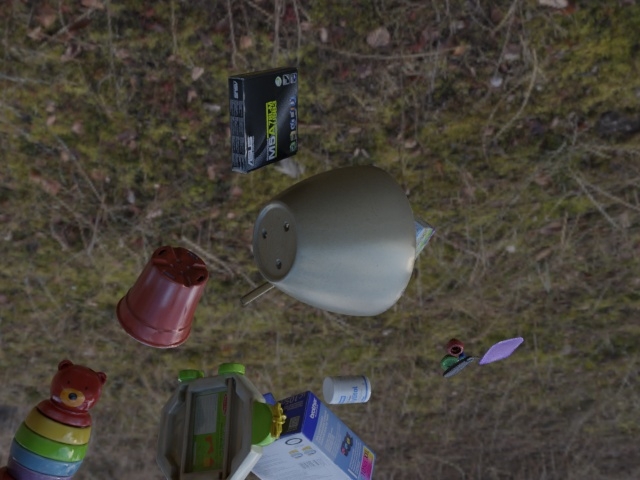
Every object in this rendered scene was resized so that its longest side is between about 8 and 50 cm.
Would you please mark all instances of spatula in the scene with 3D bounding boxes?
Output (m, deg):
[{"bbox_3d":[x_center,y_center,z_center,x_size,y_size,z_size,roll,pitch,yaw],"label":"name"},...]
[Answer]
[{"bbox_3d":[0.339,0.260,1.477,0.084,0.030,0.296,-10,163,-21],"label":"spatula"}]

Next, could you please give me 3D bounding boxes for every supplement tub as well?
[{"bbox_3d":[0.067,0.379,1.733,0.107,0.071,0.071,2,155,-24],"label":"supplement tub"}]

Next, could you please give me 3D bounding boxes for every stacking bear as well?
[{"bbox_3d":[-0.564,0.405,1.459,0.175,0.289,0.164,24,174,-8],"label":"stacking bear"}]

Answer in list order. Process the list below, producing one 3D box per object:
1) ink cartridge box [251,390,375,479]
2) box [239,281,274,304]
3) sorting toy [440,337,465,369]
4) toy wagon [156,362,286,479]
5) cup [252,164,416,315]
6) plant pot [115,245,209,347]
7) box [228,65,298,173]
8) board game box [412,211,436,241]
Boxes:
[{"bbox_3d":[-0.064,0.592,1.951,0.270,0.151,0.395,-25,122,29],"label":"ink cartridge box"},{"bbox_3d":[-0.111,0.099,1.694,0.201,0.021,0.164,-32,180,-9],"label":"box"},{"bbox_3d":[0.362,0.305,1.856,0.061,0.042,0.102,10,123,-7],"label":"sorting toy"},{"bbox_3d":[-0.199,0.388,1.387,0.344,0.267,0.068,-15,151,31],"label":"toy wagon"},{"bbox_3d":[0.000,0.000,1.422,0.237,0.331,0.331,0,159,-37],"label":"cup"},{"bbox_3d":[-0.523,0.177,2.328,0.272,0.272,0.265,16,122,-26],"label":"plant pot"},{"bbox_3d":[-0.113,-0.251,1.395,0.045,0.191,0.184,13,-155,28],"label":"box"},{"bbox_3d":[0.232,-0.019,2.018,0.144,0.142,0.275,36,-170,12],"label":"board game box"}]
